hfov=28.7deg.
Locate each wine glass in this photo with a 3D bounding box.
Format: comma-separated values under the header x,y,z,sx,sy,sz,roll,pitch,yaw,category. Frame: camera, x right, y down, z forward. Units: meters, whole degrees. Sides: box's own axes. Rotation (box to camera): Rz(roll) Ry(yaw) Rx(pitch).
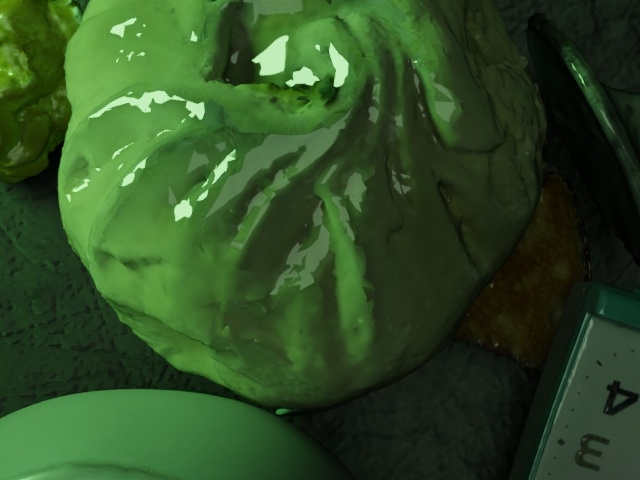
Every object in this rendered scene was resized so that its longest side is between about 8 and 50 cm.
x,y,z,sx,sy,sz,roll,pitch,yaw,category
0.370,-0.158,0.891,0.406,0.267,0.267,-25,86,5,wine glass

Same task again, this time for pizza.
x,y,z,sx,sy,sz,roll,pitch,yaw,category
0.122,0.033,0.943,0.195,0.052,0.185,-7,92,-29,pizza

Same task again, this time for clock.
x,y,z,sx,sy,sz,roll,pitch,yaw,category
0.273,0.168,0.921,0.262,0.116,0.231,18,92,-7,clock

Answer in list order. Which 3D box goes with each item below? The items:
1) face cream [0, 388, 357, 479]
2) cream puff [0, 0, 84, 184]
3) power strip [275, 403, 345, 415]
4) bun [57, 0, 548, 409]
x,y,z,sx,sy,sz,roll,pitch,yaw,category
-0.114,0.206,0.810,0.313,0.357,0.219,0,86,1,face cream
-0.233,-0.116,0.954,0.156,0.121,0.156,0,89,-4,cream puff
0.000,0.000,0.975,0.168,0.054,0.253,-19,86,-3,power strip
-0.021,-0.073,0.825,0.360,0.211,0.359,-5,69,12,bun
